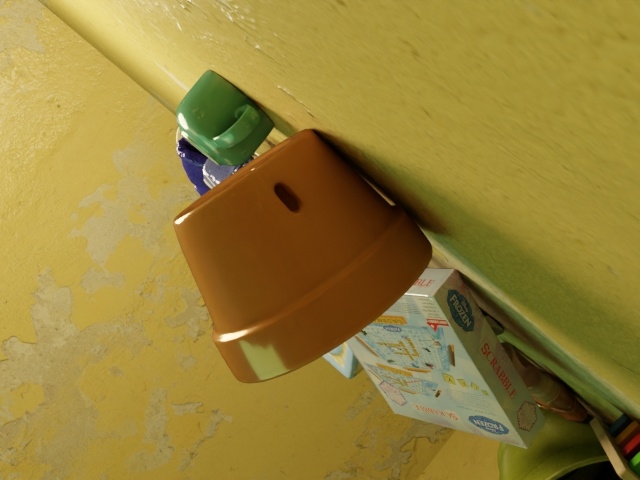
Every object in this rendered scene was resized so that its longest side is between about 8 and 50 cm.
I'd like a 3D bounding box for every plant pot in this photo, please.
[{"bbox_3d":[-0.040,0.002,0.963,0.203,0.291,0.291,56,175,-10],"label":"plant pot"},{"bbox_3d":[0.496,0.497,1.535,0.366,0.366,0.353,39,-171,-9],"label":"plant pot"}]

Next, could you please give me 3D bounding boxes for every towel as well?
[{"bbox_3d":[-0.147,-0.105,1.551,0.227,0.076,0.308,23,167,8],"label":"towel"}]

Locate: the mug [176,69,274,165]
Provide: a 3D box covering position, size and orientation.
[{"bbox_3d":[-0.147,-0.171,1.149,0.129,0.097,0.158,39,178,6],"label":"mug"}]

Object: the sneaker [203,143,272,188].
[{"bbox_3d":[-0.060,-0.092,1.264,0.315,0.127,0.182,31,171,24],"label":"sneaker"}]

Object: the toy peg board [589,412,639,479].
[{"bbox_3d":[0.497,0.323,1.159,0.161,0.079,0.161,40,-166,-6],"label":"toy peg board"}]

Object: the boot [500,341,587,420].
[{"bbox_3d":[0.414,0.280,1.544,0.152,0.073,0.197,35,-178,-24],"label":"boot"}]

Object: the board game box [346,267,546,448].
[{"bbox_3d":[0.165,0.180,1.304,0.318,0.066,0.318,1,130,55],"label":"board game box"}]

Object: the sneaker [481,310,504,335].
[{"bbox_3d":[0.163,0.120,1.459,0.330,0.146,0.122,39,180,39],"label":"sneaker"}]

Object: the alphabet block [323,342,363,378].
[{"bbox_3d":[0.069,0.128,1.646,0.193,0.197,0.192,40,149,25],"label":"alphabet block"}]

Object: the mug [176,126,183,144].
[{"bbox_3d":[-0.195,-0.181,1.647,0.150,0.113,0.169,50,-172,33],"label":"mug"}]
